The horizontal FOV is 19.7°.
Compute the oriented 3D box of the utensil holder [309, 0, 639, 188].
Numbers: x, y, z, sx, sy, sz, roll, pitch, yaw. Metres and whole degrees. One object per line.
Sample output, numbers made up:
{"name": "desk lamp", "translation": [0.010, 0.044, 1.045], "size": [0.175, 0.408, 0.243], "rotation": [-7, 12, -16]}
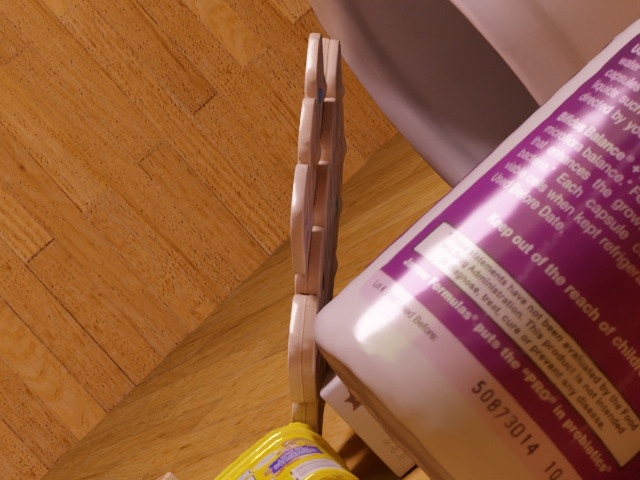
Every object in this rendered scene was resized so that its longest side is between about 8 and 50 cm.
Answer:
{"name": "utensil holder", "translation": [0.223, -0.221, 1.271], "size": [0.385, 0.327, 0.327], "rotation": [-41, 6, -9]}

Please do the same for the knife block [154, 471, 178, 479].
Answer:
{"name": "knife block", "translation": [-0.172, 0.283, 1.277], "size": [0.276, 0.088, 0.242], "rotation": [-35, 9, 45]}

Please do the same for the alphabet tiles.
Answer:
{"name": "alphabet tiles", "translation": [0.000, 0.000, 1.313], "size": [0.278, 0.021, 0.284], "rotation": [88, -174, -54]}

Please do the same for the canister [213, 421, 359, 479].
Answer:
{"name": "canister", "translation": [-0.027, 0.183, 1.154], "size": [0.126, 0.073, 0.170], "rotation": [-41, 7, -5]}

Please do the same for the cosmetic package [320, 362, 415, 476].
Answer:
{"name": "cosmetic package", "translation": [0.074, 0.068, 1.287], "size": [0.117, 0.085, 0.231], "rotation": [-41, 8, 13]}

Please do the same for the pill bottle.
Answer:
{"name": "pill bottle", "translation": [0.157, 0.000, 0.845], "size": [0.301, 0.169, 0.169], "rotation": [-42, 6, -5]}
